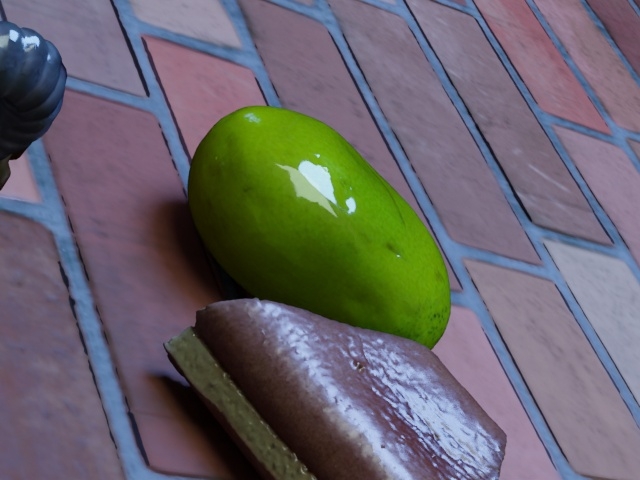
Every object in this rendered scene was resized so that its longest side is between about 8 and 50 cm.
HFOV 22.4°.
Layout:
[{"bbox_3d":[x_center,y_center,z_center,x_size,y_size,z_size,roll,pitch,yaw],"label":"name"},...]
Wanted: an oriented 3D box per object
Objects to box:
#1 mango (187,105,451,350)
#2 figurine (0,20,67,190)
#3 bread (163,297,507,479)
[{"bbox_3d":[0.000,-0.003,0.871,0.163,0.089,0.117,42,19,-18],"label":"mango"},{"bbox_3d":[-0.295,-0.090,0.560,0.382,0.261,0.186,32,74,-14],"label":"figurine"},{"bbox_3d":[0.025,0.103,0.756,0.119,0.067,0.192,-11,53,-45],"label":"bread"}]
